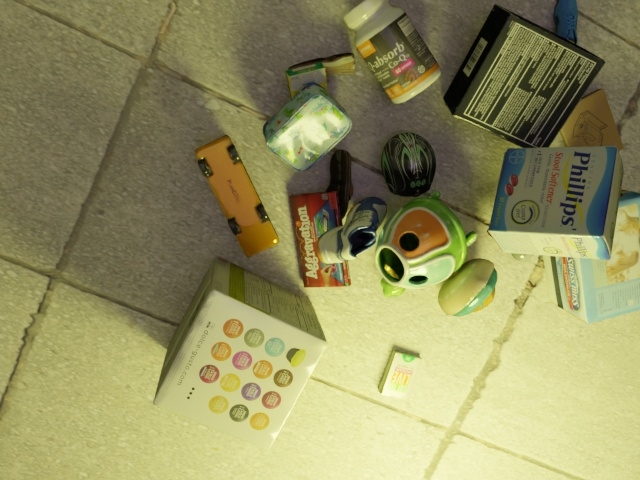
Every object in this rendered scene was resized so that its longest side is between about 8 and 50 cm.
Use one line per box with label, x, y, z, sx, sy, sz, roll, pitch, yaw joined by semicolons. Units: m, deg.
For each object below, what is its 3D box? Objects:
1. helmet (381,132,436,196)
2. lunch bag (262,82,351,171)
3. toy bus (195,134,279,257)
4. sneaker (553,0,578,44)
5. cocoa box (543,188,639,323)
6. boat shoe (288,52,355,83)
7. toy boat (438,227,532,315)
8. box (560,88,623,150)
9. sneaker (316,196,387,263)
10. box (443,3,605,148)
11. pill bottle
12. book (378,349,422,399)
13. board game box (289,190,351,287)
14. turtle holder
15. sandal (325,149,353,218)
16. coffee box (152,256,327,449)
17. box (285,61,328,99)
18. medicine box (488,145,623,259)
helmet;0.249;-0.222;1.751;0.170;0.169;0.161;-12;120;-5
lunch bag;-0.036;-0.304;1.685;0.219;0.090;0.176;-42;129;18
toy bus;-0.229;-0.123;1.713;0.108;0.130;0.332;-25;104;-1
sneaker;0.712;-0.605;1.767;0.069;0.082;0.209;3;100;-7
cocoa box;0.820;0.035;1.840;0.232;0.228;0.347;-14;103;-5
boat shoe;0.007;-0.467;1.709;0.190;0.068;0.072;-12;115;-5
toy boat;0.485;0.100;1.799;0.148;0.267;0.318;38;82;4
box;0.813;-0.333;1.869;0.165;0.021;0.201;-27;105;-1
sneaker;0.122;-0.023;1.721;0.296;0.131;0.111;-44;121;-37
box;0.545;-0.437;1.694;0.294;0.182;0.296;22;117;-11
pill bottle;0.191;-0.525;1.670;0.162;0.162;0.278;-37;104;1
book;0.252;0.426;1.949;0.096;0.035;0.144;16;98;-15
board game box;0.000;0.000;1.792;0.145;0.027;0.281;-3;104;23
turtle holder;0.256;0.025;1.748;0.227;0.320;0.243;-32;95;-30
sandal;0.059;-0.154;1.780;0.060;0.090;0.219;-11;111;-48
coffee box;-0.218;0.295;1.696;0.335;0.338;0.337;27;97;-13
box;-0.029;-0.392;1.700;0.105;0.043;0.179;-14;131;-5
medicine box;0.632;-0.104;1.648;0.149;0.289;0.263;39;62;-48
